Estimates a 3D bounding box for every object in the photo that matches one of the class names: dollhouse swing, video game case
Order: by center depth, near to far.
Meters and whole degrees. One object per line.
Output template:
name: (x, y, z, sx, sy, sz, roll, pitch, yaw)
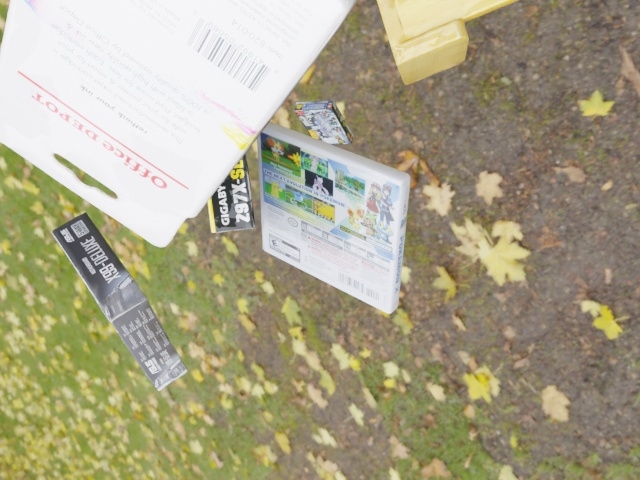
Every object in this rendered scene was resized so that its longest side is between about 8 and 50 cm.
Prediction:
dollhouse swing: (0.220, -0.480, 1.094, 0.315, 0.305, 0.346, -22, -86, -78)
video game case: (0.014, -0.045, 1.308, 0.329, 0.036, 0.299, 26, 133, 30)

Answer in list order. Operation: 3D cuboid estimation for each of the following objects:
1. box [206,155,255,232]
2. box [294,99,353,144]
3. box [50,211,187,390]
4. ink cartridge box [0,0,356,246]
box: (-0.173, -0.143, 1.246, 0.322, 0.079, 0.257, -168, 72, -83)
box: (0.009, -0.268, 1.581, 0.094, 0.027, 0.137, 2, 154, 26)
box: (-0.378, 0.125, 1.325, 0.242, 0.077, 0.307, 47, 161, 28)
ink cartridge box: (-0.127, -0.156, 0.555, 0.207, 0.119, 0.353, 36, 141, -11)
